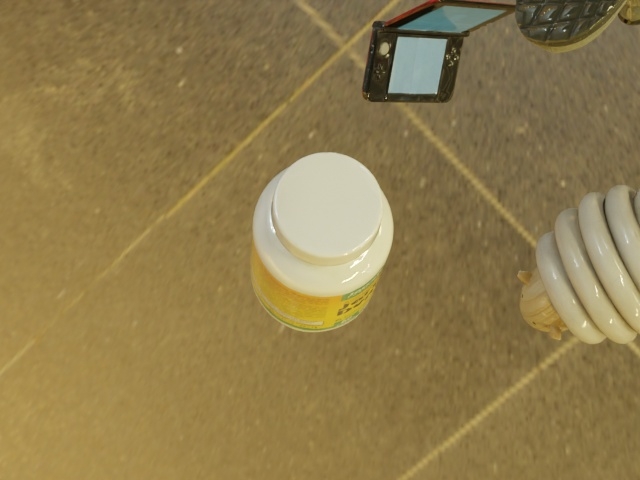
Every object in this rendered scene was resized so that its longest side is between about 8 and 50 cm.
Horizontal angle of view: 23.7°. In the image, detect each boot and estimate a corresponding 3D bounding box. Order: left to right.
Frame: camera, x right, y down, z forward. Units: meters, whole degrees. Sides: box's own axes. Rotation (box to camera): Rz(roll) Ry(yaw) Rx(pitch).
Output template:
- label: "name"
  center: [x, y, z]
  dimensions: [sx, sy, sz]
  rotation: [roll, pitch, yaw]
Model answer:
- label: "boot"
  center: [0.231, -0.209, 1.141]
  dimensions: [0.083, 0.161, 0.247]
  rotation: [16, 68, 27]

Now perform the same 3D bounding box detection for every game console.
- label: "game console"
  center: [0.127, -0.198, 1.606]
  dimensions: [0.085, 0.144, 0.124]
  rotation: [22, 108, 42]

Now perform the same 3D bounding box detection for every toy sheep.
- label: "toy sheep"
  center: [0.162, 0.011, 0.792]
  dimensions: [0.132, 0.091, 0.091]
  rotation: [-32, 103, 21]

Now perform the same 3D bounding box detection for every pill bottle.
- label: "pill bottle"
  center: [0.000, 0.000, 1.282]
  dimensions: [0.117, 0.208, 0.118]
  rotation: [1, 73, -4]
